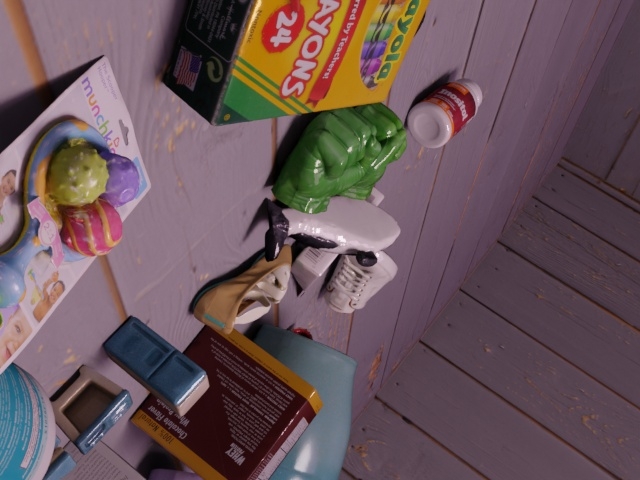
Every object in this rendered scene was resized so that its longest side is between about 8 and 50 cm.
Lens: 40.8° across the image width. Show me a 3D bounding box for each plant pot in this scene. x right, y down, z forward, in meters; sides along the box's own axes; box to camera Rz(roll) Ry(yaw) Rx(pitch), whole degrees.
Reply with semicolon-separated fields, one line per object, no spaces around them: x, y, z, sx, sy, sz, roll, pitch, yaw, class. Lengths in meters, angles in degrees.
-0.065;0.287;1.450;0.272;0.271;0.255;54;56;-72;plant pot

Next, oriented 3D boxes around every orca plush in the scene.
0.000;0.000;1.294;0.102;0.151;0.287;-39;170;34;orca plush

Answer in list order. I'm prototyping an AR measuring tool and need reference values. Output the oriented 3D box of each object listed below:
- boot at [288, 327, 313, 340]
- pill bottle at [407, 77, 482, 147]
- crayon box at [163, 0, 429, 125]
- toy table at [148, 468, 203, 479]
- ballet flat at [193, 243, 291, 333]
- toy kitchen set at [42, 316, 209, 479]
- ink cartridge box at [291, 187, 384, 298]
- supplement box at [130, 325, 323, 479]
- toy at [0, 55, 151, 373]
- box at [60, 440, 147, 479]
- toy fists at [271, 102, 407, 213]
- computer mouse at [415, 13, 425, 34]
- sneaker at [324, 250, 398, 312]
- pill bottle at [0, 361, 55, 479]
-0.099;0.283;1.621;0.236;0.085;0.179;-42;155;-44;boot
0.226;-0.232;1.529;0.152;0.086;0.086;-41;158;-42;pill bottle
0.014;-0.233;0.851;0.318;0.081;0.202;-19;141;-47;crayon box
-0.214;0.482;1.426;0.274;0.252;0.161;58;39;-62;toy table
-0.093;0.075;1.250;0.232;0.073;0.080;-34;154;-51;ballet flat
-0.239;0.170;0.938;0.207;0.122;0.166;-48;162;-24;toy kitchen set
0.015;0.002;1.489;0.181;0.056;0.225;-51;-179;-16;ink cartridge box
-0.133;0.254;1.271;0.194;0.191;0.129;-52;163;-14;supplement box
-0.188;-0.024;0.662;0.237;0.056;0.137;-59;149;-43;toy
-0.309;0.370;1.132;0.182;0.119;0.181;-50;162;-19;box
0.043;-0.123;1.214;0.279;0.096;0.142;-20;140;-61;toy fists
0.080;-0.340;0.978;0.184;0.060;0.262;-50;151;-3;computer mouse
0.070;0.081;1.635;0.123;0.106;0.290;-51;168;-14;sneaker
-0.306;0.127;0.631;0.146;0.146;0.264;-51;163;-16;pill bottle
